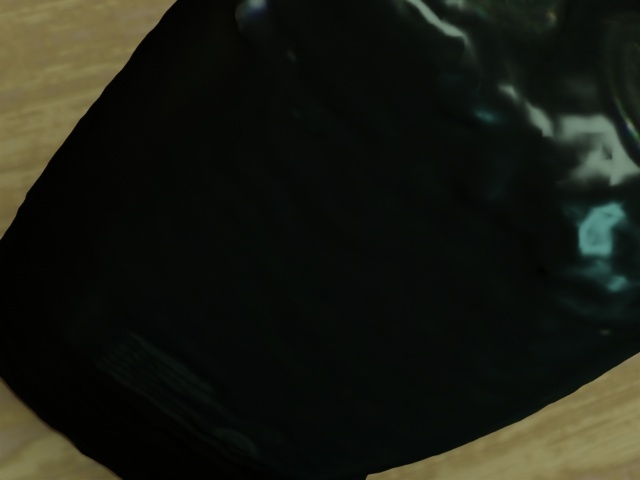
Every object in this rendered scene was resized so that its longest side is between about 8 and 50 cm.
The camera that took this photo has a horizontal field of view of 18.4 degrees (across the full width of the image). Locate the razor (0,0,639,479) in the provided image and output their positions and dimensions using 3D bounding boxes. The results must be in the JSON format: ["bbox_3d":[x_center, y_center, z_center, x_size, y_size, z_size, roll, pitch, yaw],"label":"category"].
[{"bbox_3d":[-0.002,0.004,0.701,0.189,0.327,0.107,36,54,-11],"label":"razor"}]
